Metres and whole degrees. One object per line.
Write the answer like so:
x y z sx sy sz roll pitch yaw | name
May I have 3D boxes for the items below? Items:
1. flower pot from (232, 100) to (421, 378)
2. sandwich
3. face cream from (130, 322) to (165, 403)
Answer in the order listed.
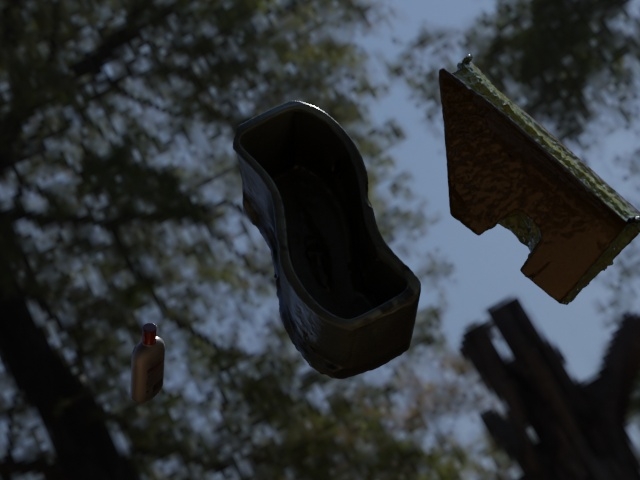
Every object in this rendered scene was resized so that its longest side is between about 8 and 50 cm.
0.000 0.000 1.454 0.103 0.229 0.108 -18 -30 -11 | flower pot
0.181 -0.053 1.566 0.128 0.236 0.122 -49 -7 10 | sandwich
-0.160 0.112 1.556 0.040 0.021 0.083 -39 -33 -43 | face cream
